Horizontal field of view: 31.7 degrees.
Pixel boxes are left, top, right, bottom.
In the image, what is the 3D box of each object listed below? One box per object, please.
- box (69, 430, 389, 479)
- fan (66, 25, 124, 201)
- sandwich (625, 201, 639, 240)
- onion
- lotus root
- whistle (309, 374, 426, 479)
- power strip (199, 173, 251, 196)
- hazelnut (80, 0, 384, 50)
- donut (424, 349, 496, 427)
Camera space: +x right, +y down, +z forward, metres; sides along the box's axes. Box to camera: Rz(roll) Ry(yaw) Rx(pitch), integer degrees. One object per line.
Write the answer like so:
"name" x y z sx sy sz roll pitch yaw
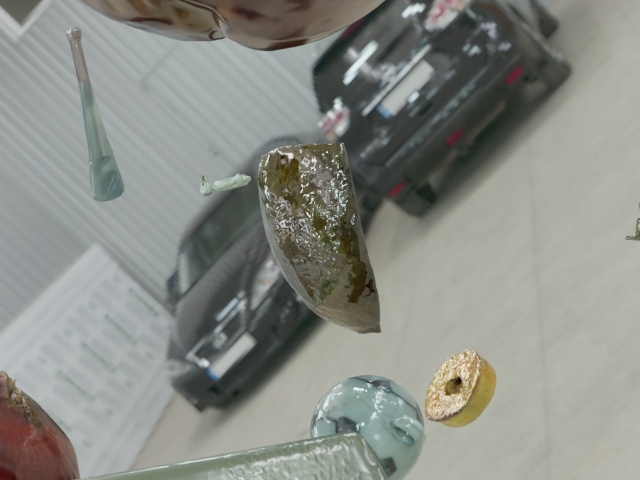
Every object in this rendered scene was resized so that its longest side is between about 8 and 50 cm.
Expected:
"box" -0.123 0.354 1.013 0.343 0.177 0.352 -6 -48 -25
"fan" -0.371 -0.200 1.803 0.057 0.282 0.023 -18 12 -27
"sandwich" 0.439 -0.110 1.081 0.292 0.109 0.212 -4 50 32
"onion" -0.385 0.246 1.272 0.161 0.248 0.248 -48 5 36
"lotus root" -0.006 0.001 1.688 0.142 0.314 0.210 -14 15 -4
"whistle" 0.044 0.259 1.497 0.163 0.163 0.289 -50 17 -31
"power strip" -0.152 -0.095 1.783 0.083 0.035 0.055 -15 1 -3
"hazelnut" -0.043 -0.307 0.755 0.359 0.359 0.409 -49 2 -16
"donut" 0.248 0.264 1.972 0.152 0.058 0.152 -51 19 25
